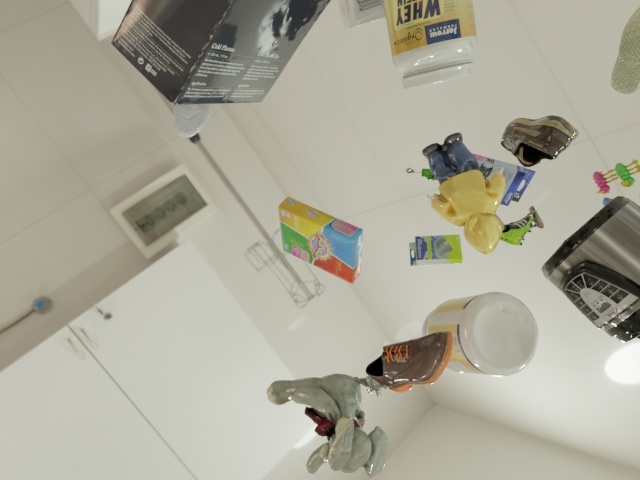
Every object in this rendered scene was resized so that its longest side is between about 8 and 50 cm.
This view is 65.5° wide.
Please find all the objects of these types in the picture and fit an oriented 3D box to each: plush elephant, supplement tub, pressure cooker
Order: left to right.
[{"bbox_3d":[0.046,0.508,1.330,0.330,0.272,0.255,-25,-138,28],"label":"plush elephant"},{"bbox_3d":[0.291,-0.578,1.319,0.228,0.316,0.228,-12,-167,3],"label":"supplement tub"},{"bbox_3d":[0.476,0.291,1.542,0.241,0.241,0.331,-38,179,-17],"label":"supplement tub"},{"bbox_3d":[0.980,0.112,1.565,0.375,0.420,0.370,-48,158,14],"label":"pressure cooker"}]

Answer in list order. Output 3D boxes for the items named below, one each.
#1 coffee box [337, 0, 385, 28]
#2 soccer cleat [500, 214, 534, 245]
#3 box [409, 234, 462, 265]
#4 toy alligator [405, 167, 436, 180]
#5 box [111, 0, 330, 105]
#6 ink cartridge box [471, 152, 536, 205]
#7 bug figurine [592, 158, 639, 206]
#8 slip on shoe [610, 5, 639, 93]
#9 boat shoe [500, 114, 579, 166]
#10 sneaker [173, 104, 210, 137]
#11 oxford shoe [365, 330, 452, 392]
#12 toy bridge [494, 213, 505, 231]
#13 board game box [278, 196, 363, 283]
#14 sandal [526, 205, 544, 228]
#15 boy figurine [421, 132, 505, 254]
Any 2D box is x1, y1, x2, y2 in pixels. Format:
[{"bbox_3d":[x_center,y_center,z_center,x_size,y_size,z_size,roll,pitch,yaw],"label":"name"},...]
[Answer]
[{"bbox_3d":[0.214,-0.993,1.817,0.338,0.337,0.334,-15,-158,5],"label":"coffee box"},{"bbox_3d":[0.600,-0.039,1.515,0.072,0.060,0.179,19,-147,30],"label":"soccer cleat"},{"bbox_3d":[0.405,0.034,1.760,0.178,0.042,0.109,-3,-128,9],"label":"box"},{"bbox_3d":[0.396,-0.231,1.742,0.190,0.056,0.051,0,-131,6],"label":"toy alligator"},{"bbox_3d":[-0.175,-0.450,0.991,0.312,0.179,0.343,-47,174,26],"label":"box"},{"bbox_3d":[0.764,-0.262,2.196,0.065,0.311,0.185,-76,180,-49],"label":"ink cartridge box"},{"bbox_3d":[1.054,-0.166,1.735,0.072,0.216,0.279,-30,179,-6],"label":"bug figurine"},{"bbox_3d":[0.902,-0.552,1.373,0.101,0.123,0.331,-49,153,-13],"label":"slip on shoe"},{"bbox_3d":[0.678,-0.318,1.625,0.130,0.132,0.355,-56,-173,1],"label":"boat shoe"},{"bbox_3d":[-0.401,-0.398,1.538,0.153,0.101,0.268,-42,-145,53],"label":"sneaker"},{"bbox_3d":[0.190,0.265,1.091,0.271,0.098,0.097,125,-19,-48],"label":"oxford shoe"},{"bbox_3d":[0.578,-0.060,1.623,0.026,0.063,0.188,-39,-149,14],"label":"toy bridge"},{"bbox_3d":[0.000,0.000,1.798,0.064,0.316,0.242,-48,151,-34],"label":"board game box"},{"bbox_3d":[0.960,-0.101,2.250,0.060,0.090,0.219,-29,-170,22],"label":"sandal"},{"bbox_3d":[0.339,-0.104,1.126,0.177,0.285,0.092,-27,162,14],"label":"boy figurine"}]
